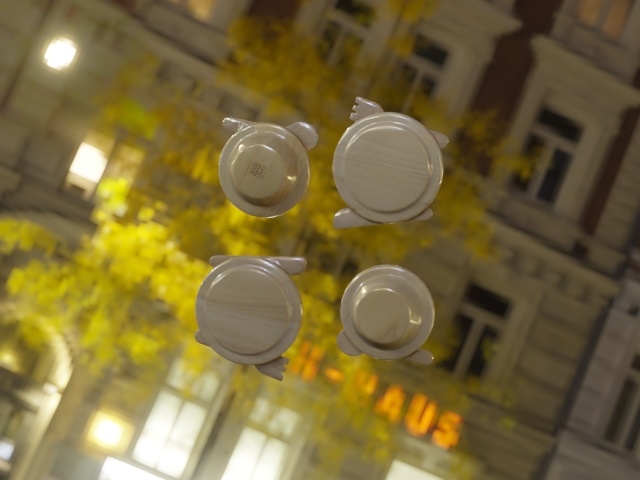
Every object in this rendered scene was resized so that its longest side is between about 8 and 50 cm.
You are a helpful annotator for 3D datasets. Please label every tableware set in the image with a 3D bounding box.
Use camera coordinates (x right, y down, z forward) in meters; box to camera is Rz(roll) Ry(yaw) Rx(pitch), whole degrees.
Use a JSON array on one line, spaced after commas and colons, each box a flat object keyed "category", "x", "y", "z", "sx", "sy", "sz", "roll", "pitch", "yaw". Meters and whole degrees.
[{"category": "tableware set", "x": 0.000, "y": 0.000, "z": 1.006, "sx": 0.141, "sy": 0.169, "sz": 0.020, "roll": 6, "pitch": 6, "yaw": 13}]
